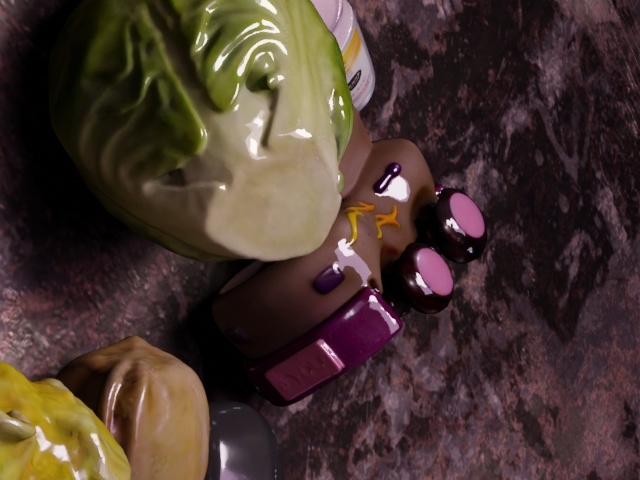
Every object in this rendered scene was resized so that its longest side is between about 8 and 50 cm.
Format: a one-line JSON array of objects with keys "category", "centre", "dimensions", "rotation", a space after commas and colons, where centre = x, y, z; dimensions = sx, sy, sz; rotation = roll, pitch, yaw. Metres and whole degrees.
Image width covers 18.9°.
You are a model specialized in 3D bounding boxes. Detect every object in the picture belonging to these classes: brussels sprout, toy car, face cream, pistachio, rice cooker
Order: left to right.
[{"category": "pistachio", "centre": [-0.191, 0.225, 1.843], "dimensions": [0.213, 0.162, 0.261], "rotation": [-80, 179, -86]}, {"category": "brussels sprout", "centre": [-0.109, -0.129, 1.899], "dimensions": [0.281, 0.289, 0.355], "rotation": [45, 8, -49]}, {"category": "rice cooker", "centre": [-0.111, 0.262, 1.948], "dimensions": [0.118, 0.142, 0.203], "rotation": [11, 75, -43]}, {"category": "toy car", "centre": [0.000, 0.000, 2.066], "dimensions": [0.240, 0.271, 0.341], "rotation": [50, 35, -11]}, {"category": "face cream", "centre": [0.004, -0.206, 2.158], "dimensions": [0.107, 0.073, 0.269], "rotation": [-59, 166, -5]}]

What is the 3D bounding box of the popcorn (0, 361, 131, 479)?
[{"category": "popcorn", "centre": [-0.327, 0.221, 1.613], "dimensions": [0.293, 0.292, 0.334], "rotation": [-38, 124, 0]}]
